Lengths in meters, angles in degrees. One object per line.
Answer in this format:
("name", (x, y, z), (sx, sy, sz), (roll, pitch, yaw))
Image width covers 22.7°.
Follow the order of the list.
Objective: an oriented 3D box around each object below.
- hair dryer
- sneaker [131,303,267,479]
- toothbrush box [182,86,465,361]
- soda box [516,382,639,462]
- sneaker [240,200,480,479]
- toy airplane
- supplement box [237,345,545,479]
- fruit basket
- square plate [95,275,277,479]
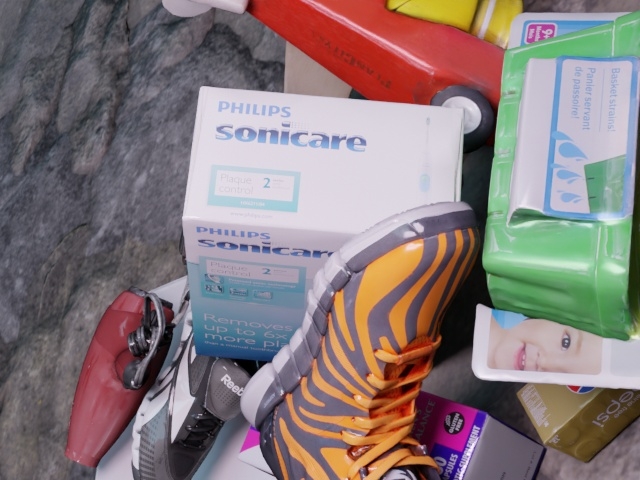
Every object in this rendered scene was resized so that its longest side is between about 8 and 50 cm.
("hair dryer", (-0.198, 0.114, 1.587), (0.224, 0.080, 0.294), (-66, 1, -54))
("sneaker", (-0.108, 0.147, 1.535), (0.106, 0.078, 0.234), (8, 72, 52))
("toothbrush box", (0.000, 0.000, 1.361), (0.295, 0.216, 0.126), (97, 178, -64))
("soda box", (0.246, 0.093, 1.268), (0.181, 0.061, 0.058), (-45, 43, 20))
("sneaker", (0.057, 0.119, 1.189), (0.180, 0.124, 0.321), (64, 146, 27))
("toy airplane", (0.045, -0.241, 1.452), (0.386, 0.384, 0.272), (10, 53, 47))
("supplement box", (0.057, 0.180, 1.350), (0.220, 0.114, 0.111), (15, 78, 39))
("fruit basket", (0.295, -0.043, 1.149), (0.353, 0.165, 0.327), (0, 62, 20))
("square plate", (-0.099, 0.180, 1.608), (0.344, 0.049, 0.347), (-22, 53, 38))
